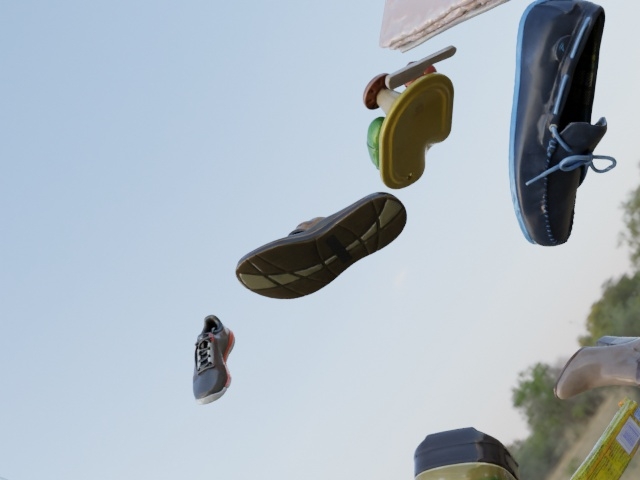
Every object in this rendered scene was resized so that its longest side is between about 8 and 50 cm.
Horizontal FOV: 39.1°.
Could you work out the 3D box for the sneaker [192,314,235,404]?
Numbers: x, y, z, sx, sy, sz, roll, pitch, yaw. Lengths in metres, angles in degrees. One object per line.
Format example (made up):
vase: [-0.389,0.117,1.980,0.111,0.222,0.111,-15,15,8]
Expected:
sneaker: [-0.166,0.170,1.311,0.158,0.061,0.065,-91,-22,-55]

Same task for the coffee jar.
coffee jar: [0.116,0.239,0.679,0.096,0.079,0.184,51,-148,-47]

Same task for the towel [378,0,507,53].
towel: [0.211,-0.423,1.139,0.053,0.332,0.317,21,-111,-32]

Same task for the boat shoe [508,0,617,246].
boat shoe: [0.248,-0.115,0.925,0.109,0.089,0.258,-26,-64,-48]

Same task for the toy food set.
toy food set: [0.104,-0.166,1.150,0.128,0.071,0.218,-34,-33,-23]

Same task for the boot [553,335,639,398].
boot: [0.308,0.135,0.925,0.118,0.087,0.042,-37,-58,-29]

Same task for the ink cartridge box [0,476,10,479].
ink cartridge box: [-0.428,0.440,1.220,0.117,0.278,0.201,47,-122,-60]

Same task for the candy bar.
candy bar: [0.248,0.190,0.779,0.161,0.040,0.018,-35,-3,-43]

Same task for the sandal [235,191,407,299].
sandal: [0.000,0.000,1.092,0.219,0.060,0.090,-32,-59,11]
